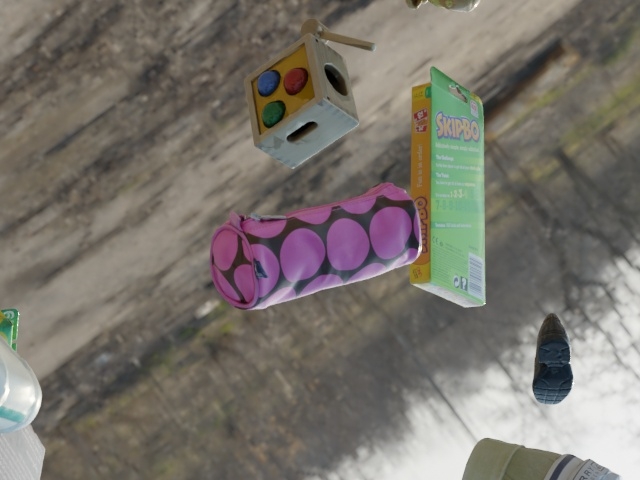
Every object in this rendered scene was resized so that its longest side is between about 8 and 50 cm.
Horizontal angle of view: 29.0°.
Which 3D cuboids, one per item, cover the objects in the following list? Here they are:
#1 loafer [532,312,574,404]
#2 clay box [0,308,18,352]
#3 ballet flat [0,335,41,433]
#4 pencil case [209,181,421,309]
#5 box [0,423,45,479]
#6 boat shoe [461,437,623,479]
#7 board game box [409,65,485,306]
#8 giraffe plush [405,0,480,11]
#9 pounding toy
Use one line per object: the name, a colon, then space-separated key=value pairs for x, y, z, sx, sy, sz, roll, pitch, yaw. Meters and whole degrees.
loafer: x=0.348 y=0.180 z=1.847 sx=0.170 sy=0.062 sz=0.061 roll=88 pitch=7 yaw=-46
clay box: x=-0.577 y=0.191 z=1.968 sx=0.222 sy=0.053 sz=0.127 roll=-13 pitch=128 yaw=-36
ballet flat: x=-0.411 y=0.083 z=1.264 sx=0.139 sy=0.400 sz=0.139 roll=-23 pitch=129 yaw=-31
pencil case: x=0.000 y=0.000 z=1.197 sx=0.209 sy=0.098 sz=0.095 roll=-16 pitch=-159 yaw=-34
box: x=-0.442 y=0.288 z=1.457 sx=0.167 sy=0.203 sz=0.168 roll=-9 pitch=133 yaw=7
boat shoe: x=0.139 y=0.247 z=0.846 sx=0.109 sy=0.094 sz=0.302 roll=-37 pitch=141 yaw=-41
board game box: x=0.148 y=-0.062 z=1.429 sx=0.039 sy=0.259 sz=0.124 roll=-8 pitch=161 yaw=36
giraffe plush: x=0.212 y=-0.438 z=1.960 sx=0.210 sy=0.181 sz=0.170 roll=-102 pitch=-157 yaw=-53
pounding toy: x=-0.017 y=-0.241 z=1.735 sx=0.181 sy=0.206 sz=0.094 roll=-32 pitch=140 yaw=28
